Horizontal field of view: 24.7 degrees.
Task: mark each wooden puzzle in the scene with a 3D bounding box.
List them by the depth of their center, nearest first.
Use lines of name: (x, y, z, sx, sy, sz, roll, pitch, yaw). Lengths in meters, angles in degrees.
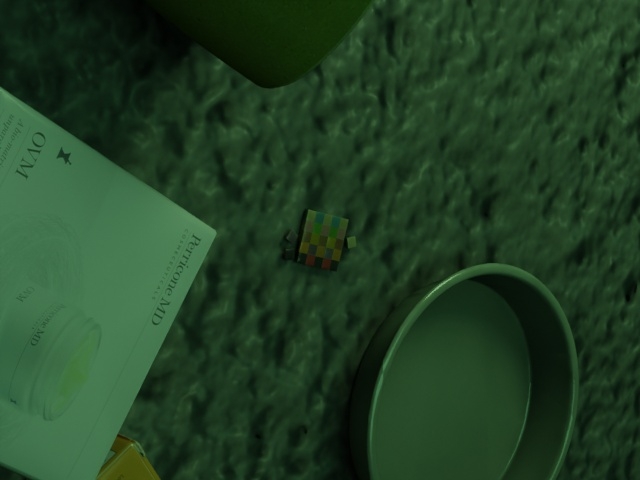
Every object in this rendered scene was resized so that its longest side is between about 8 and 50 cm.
wooden puzzle: (0.000, 0.000, 1.320, 0.083, 0.006, 0.049, 14, 88, -41)

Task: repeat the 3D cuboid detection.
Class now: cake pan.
cake pan: (0.140, 0.164, 1.435, 0.293, 0.054, 0.293, -8, 102, -39)

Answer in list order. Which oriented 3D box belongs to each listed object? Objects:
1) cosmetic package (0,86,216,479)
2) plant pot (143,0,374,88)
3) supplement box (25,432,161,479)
cosmetic package: (-0.232, 0.034, 1.044, 0.224, 0.138, 0.224, 35, 75, -40)
plant pot: (-0.103, -0.294, 1.041, 0.293, 0.274, 0.275, 25, 81, -25)
supplement box: (-0.224, 0.249, 1.126, 0.233, 0.080, 0.078, -42, 122, -26)
